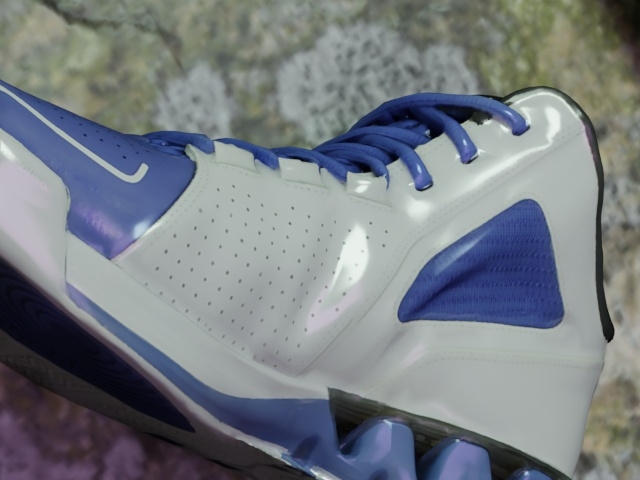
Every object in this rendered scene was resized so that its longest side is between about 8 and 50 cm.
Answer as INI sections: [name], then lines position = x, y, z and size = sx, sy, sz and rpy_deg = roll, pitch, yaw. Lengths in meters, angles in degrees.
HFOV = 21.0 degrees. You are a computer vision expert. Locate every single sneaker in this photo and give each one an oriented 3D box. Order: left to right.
[sneaker]
position = 0.001, 0.001, 0.654
size = 0.315, 0.127, 0.182
rpy_deg = 33, 71, -30
